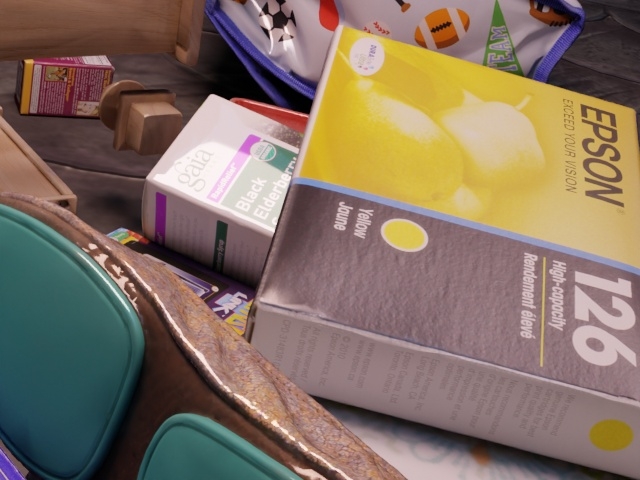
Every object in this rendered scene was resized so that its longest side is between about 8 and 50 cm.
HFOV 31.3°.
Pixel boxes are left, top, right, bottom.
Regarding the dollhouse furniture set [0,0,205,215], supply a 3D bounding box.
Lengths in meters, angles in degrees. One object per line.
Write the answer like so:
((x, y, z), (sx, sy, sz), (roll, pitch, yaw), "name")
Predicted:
((-0.254, -0.180, 0.799), (0.303, 0.355, 0.174), (-9, 34, -36), "dollhouse furniture set")

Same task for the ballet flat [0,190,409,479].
((-0.055, 0.083, 0.494), (0.316, 0.107, 0.106), (38, 13, 33), "ballet flat")

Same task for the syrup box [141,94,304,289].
((0.000, 0.000, 0.802), (0.237, 0.096, 0.093), (25, 55, 8), "syrup box")

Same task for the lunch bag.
((0.053, -0.260, 1.233), (0.386, 0.238, 0.328), (22, 23, -5), "lunch bag")

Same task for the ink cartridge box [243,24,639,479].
((0.129, -0.001, 0.708), (0.307, 0.072, 0.303), (13, 38, 0), "ink cartridge box")

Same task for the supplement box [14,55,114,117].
((-0.242, -0.149, 1.079), (0.083, 0.055, 0.043), (1, 29, -24), "supplement box")

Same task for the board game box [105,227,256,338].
((-0.124, 0.062, 0.732), (0.141, 0.048, 0.170), (26, 28, 19), "board game box")

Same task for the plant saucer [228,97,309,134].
((0.019, -0.033, 0.985), (0.259, 0.047, 0.258), (15, 26, 1), "plant saucer")

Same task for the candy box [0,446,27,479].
((-0.266, 0.154, 0.404), (0.317, 0.122, 0.268), (-10, 36, -41), "candy box")

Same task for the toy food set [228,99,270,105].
((-0.068, -0.117, 1.136), (0.083, 0.020, 0.082), (14, 27, 0), "toy food set")

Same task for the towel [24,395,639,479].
((0.079, 0.192, 0.535), (0.321, 0.090, 0.374), (-6, 32, -39), "towel")
